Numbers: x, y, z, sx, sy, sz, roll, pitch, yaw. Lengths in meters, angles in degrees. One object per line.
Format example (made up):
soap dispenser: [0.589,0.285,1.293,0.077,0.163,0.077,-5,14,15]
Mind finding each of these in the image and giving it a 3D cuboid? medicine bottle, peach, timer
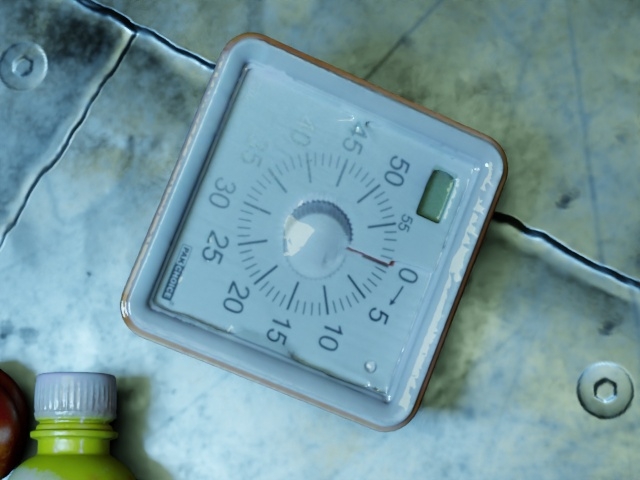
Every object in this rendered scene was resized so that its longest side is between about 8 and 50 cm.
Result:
medicine bottle: [-0.206,0.218,1.162,0.121,0.122,0.213,-2,79,8]
peach: [-0.296,0.157,1.203,0.100,0.101,0.101,-2,80,8]
timer: [0.000,0.000,1.156,0.250,0.161,0.258,21,83,4]
